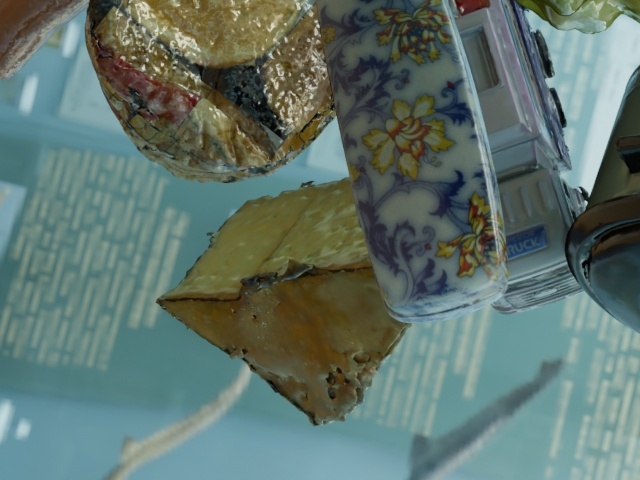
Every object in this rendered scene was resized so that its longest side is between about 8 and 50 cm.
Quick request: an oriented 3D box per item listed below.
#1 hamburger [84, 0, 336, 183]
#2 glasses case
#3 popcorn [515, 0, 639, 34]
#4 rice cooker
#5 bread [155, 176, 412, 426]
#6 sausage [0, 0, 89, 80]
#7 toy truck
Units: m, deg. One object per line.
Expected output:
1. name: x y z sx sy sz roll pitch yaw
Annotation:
1. hamburger: -0.074 -0.157 1.194 0.107 0.231 0.231 149 -44 -73
2. glasses case: 0.054 -0.072 0.934 0.065 0.087 0.248 44 33 -62
3. popcorn: 0.131 -0.233 0.716 0.237 0.293 0.293 -39 -174 12
4. rice cooker: 0.321 -0.018 1.192 0.280 0.241 0.227 44 57 -38
5. bread: 0.000 0.000 1.638 0.248 0.279 0.315 -50 165 -47
6. sausage: -0.241 -0.272 1.597 0.327 0.087 0.079 -31 -153 22
7. toy truck: 0.149 -0.082 1.327 0.155 0.124 0.268 33 40 -67
